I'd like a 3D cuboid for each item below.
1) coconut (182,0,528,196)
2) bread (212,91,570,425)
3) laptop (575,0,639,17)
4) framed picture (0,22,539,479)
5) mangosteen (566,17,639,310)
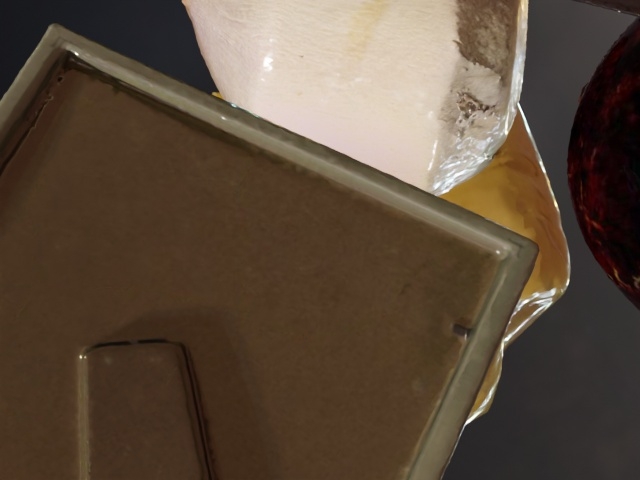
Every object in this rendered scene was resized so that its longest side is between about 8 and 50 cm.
[{"bbox_3d":[0.023,-0.139,1.158,0.224,0.234,0.224,2,-90,-79],"label":"coconut"},{"bbox_3d":[0.022,0.012,1.471,0.250,0.361,0.394,8,-126,-29],"label":"bread"},{"bbox_3d":[0.080,-0.161,0.787,0.197,0.016,0.135,12,-136,-9],"label":"laptop"},{"bbox_3d":[-0.074,0.076,0.663,0.240,0.020,0.324,24,-121,4],"label":"framed picture"},{"bbox_3d":[0.242,-0.041,0.966,0.228,0.228,0.265,61,163,-4],"label":"mangosteen"}]
